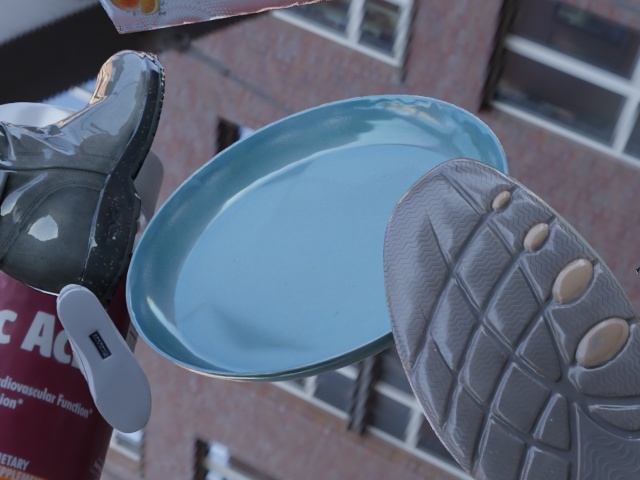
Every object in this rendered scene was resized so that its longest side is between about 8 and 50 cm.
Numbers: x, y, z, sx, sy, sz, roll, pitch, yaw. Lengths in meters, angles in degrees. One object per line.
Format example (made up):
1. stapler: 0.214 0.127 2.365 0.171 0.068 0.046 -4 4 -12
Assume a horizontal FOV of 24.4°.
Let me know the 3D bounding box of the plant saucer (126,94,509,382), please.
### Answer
1. plant saucer: 0.000 0.000 1.166 0.317 0.317 0.043 -54 -45 -31

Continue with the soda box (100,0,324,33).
1. soda box: -0.033 -0.154 0.742 0.058 0.183 0.063 61 -139 -34

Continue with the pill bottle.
1. pill bottle: -0.284 0.085 1.399 0.224 0.224 0.392 70 -150 -66

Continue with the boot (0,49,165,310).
1. boot: -0.198 -0.067 1.004 0.246 0.161 0.083 -86 20 -45

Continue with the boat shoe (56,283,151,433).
1. boat shoe: -0.134 0.071 0.910 0.035 0.100 0.035 -29 16 -8

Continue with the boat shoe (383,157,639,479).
1. boat shoe: 0.144 0.102 0.775 0.123 0.324 0.116 -33 -7 12

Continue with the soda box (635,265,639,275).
1. soda box: 0.325 0.030 1.245 0.053 0.060 0.169 -39 -17 24
